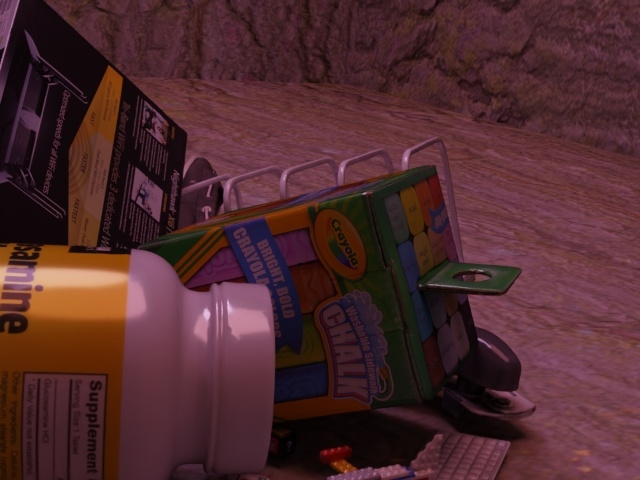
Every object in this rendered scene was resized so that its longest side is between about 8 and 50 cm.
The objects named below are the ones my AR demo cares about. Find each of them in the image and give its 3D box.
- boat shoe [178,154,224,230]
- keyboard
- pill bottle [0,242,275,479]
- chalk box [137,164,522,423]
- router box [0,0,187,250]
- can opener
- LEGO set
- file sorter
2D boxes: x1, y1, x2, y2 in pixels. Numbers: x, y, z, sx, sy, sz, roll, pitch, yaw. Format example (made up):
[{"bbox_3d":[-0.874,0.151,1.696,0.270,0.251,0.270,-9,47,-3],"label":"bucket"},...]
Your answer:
[{"bbox_3d":[-0.178,-0.028,1.421,0.096,0.112,0.335,24,20,-5],"label":"boat shoe"},{"bbox_3d":[0.094,0.206,0.821,0.072,0.014,0.256,12,15,18],"label":"keyboard"},{"bbox_3d":[-0.206,0.095,0.736,0.334,0.187,0.188,3,15,-10],"label":"pill bottle"},{"bbox_3d":[0.024,0.042,0.888,0.289,0.179,0.180,-13,5,23],"label":"chalk box"},{"bbox_3d":[-0.239,-0.049,0.945,0.081,0.243,0.308,-23,45,25],"label":"router box"},{"bbox_3d":[0.125,0.105,1.056,0.076,0.095,0.283,1,16,-25],"label":"can opener"},{"bbox_3d":[-0.007,0.188,0.743,0.183,0.060,0.244,8,13,6],"label":"LEGO set"},{"bbox_3d":[0.000,0.000,1.096,0.278,0.173,0.193,-8,8,21],"label":"file sorter"}]
